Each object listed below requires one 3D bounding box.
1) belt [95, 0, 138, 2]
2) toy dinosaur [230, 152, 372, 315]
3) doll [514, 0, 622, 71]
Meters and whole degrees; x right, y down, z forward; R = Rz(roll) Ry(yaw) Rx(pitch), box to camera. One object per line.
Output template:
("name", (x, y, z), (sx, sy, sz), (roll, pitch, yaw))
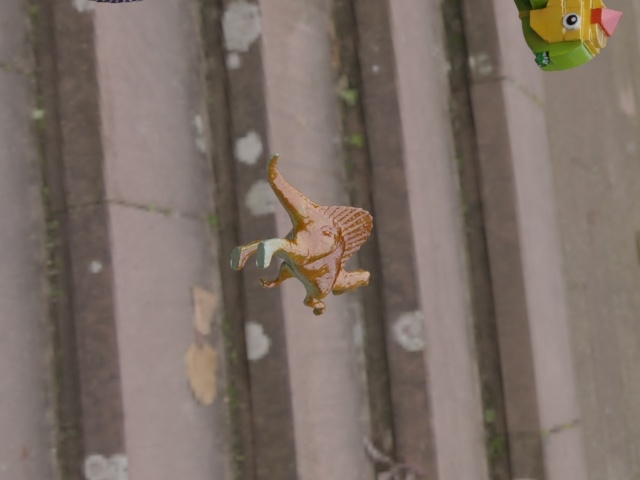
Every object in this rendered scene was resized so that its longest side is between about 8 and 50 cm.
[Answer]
("belt", (-0.159, -0.355, 1.150), (0.260, 0.325, 0.122), (13, 51, -27))
("toy dinosaur", (0.000, 0.001, 1.161), (0.212, 0.142, 0.057), (113, -39, -50))
("doll", (0.256, -0.276, 1.449), (0.106, 0.134, 0.186), (34, 29, -57))
